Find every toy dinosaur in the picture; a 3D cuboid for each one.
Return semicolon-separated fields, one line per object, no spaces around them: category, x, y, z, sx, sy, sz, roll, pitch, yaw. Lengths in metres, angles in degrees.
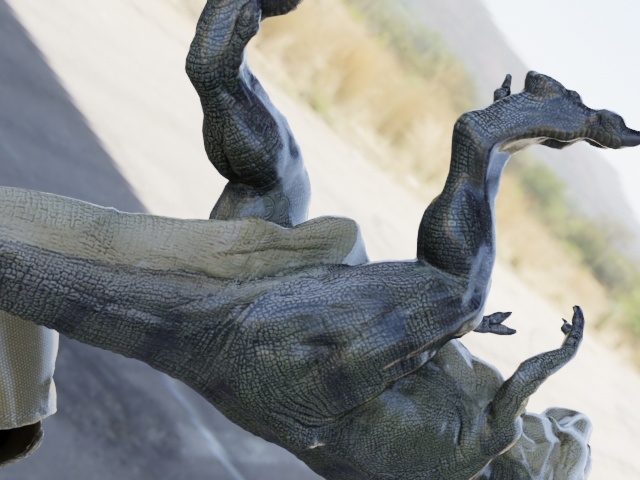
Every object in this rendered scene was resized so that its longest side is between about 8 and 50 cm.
toy dinosaur;0.000;0.000;0.354;0.268;0.118;0.064;25;7;-32

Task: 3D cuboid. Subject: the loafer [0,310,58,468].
loafer;-0.112;0.046;0.439;0.148;0.056;0.050;137;-57;-62
